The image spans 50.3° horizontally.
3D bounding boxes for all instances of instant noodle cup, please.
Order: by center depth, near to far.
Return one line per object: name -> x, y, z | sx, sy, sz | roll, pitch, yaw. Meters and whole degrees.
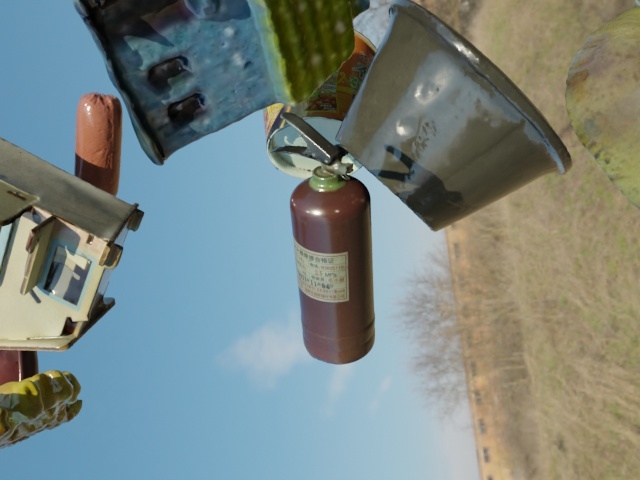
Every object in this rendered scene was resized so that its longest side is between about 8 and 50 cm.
instant noodle cup -> -0.005, -0.224, 1.162 | 0.230, 0.230, 0.182 | 59, -153, -57

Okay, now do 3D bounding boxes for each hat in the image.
hat -> -0.494, 0.206, 1.041 | 0.089, 0.205, 0.206 | 2, -102, -34

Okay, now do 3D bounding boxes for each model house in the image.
model house -> -0.100, -0.264, 0.718 | 0.215, 0.303, 0.237 | 55, 167, 40
model house -> -0.408, 0.015, 0.841 | 0.244, 0.326, 0.169 | -62, 1, 29

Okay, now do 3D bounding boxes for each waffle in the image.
waffle -> -0.336, 0.173, 0.591 | 0.219, 0.229, 0.057 | 57, -170, -82

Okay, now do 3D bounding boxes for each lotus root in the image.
lotus root -> 0.294, -0.106, 0.501 | 0.204, 0.183, 0.078 | 54, 168, 9

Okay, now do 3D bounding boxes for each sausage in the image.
sausage -> -0.306, -0.127, 0.938 | 0.062, 0.062, 0.154 | -63, -15, -65

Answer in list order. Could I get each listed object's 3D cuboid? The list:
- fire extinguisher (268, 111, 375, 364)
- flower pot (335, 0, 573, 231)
fire extinguisher -> 0.000, 0.000, 0.609 | 0.071, 0.099, 0.231 | -37, -46, -38
flower pot -> 0.125, -0.121, 0.764 | 0.269, 0.166, 0.269 | 45, -171, -9
